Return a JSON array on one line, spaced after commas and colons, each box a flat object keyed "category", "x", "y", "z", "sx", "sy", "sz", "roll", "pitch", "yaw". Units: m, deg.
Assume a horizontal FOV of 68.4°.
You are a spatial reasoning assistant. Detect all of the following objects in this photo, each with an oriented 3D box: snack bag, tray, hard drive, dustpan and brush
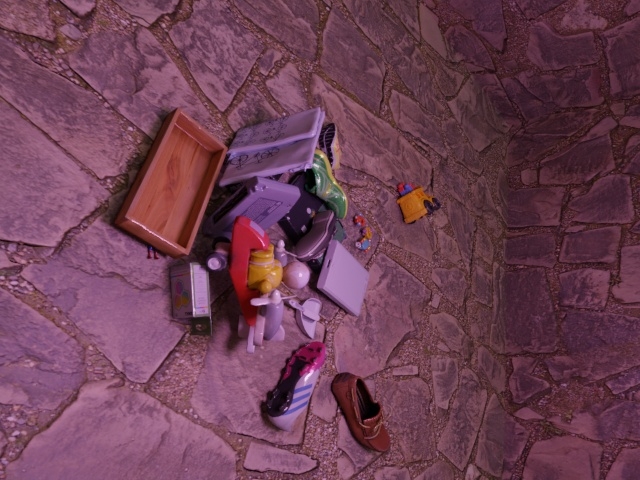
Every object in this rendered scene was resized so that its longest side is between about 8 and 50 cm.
[{"category": "snack bag", "x": -0.158, "y": -0.302, "z": 1.502, "sx": 0.342, "sy": 0.323, "sz": 0.037, "roll": -79, "pitch": 154, "yaw": -46}, {"category": "tray", "x": -0.425, "y": -0.172, "z": 1.386, "sx": 0.203, "sy": 0.076, "sz": 0.411, "roll": 38, "pitch": 49, "yaw": -36}, {"category": "hard drive", "x": 0.099, "y": 0.157, "z": 1.887, "sx": 0.307, "sy": 0.040, "sz": 0.203, "roll": 44, "pitch": 56, "yaw": -48}, {"category": "hard drive", "x": -0.038, "y": -0.070, "z": 1.827, "sx": 0.339, "sy": 0.064, "sz": 0.237, "roll": 54, "pitch": 47, "yaw": -24}, {"category": "dustpan and brush", "x": -0.059, "y": 0.263, "z": 1.727, "sx": 0.211, "sy": 0.060, "sz": 0.147, "roll": 34, "pitch": 57, "yaw": -39}]

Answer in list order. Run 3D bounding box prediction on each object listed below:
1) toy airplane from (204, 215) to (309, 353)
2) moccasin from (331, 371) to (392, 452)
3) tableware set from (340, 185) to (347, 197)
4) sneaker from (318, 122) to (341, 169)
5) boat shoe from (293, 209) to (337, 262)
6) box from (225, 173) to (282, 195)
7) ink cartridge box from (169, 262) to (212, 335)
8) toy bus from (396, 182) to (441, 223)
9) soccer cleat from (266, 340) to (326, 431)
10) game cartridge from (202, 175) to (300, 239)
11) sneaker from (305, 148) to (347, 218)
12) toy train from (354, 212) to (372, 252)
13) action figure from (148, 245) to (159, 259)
[{"category": "toy airplane", "x": -0.161, "y": 0.151, "z": 1.436, "sx": 0.384, "sy": 0.272, "sz": 0.386, "roll": 71, "pitch": 7, "yaw": -67}, {"category": "moccasin", "x": 0.188, "y": 0.676, "z": 1.844, "sx": 0.139, "sy": 0.147, "sz": 0.380, "roll": -37, "pitch": 109, "yaw": -46}, {"category": "tableware set", "x": 0.059, "y": -0.185, "z": 1.996, "sx": 0.141, "sy": 0.020, "sz": 0.168, "roll": 48, "pitch": 48, "yaw": -33}, {"category": "sneaker", "x": 0.049, "y": -0.393, "z": 1.999, "sx": 0.094, "sy": 0.081, "sz": 0.208, "roll": 12, "pitch": 79, "yaw": -54}, {"category": "boat shoe", "x": 0.000, "y": 0.000, "z": 1.687, "sx": 0.095, "sy": 0.112, "sz": 0.335, "roll": 66, "pitch": 26, "yaw": -22}, {"category": "box", "x": -0.179, "y": -0.275, "z": 1.601, "sx": 0.060, "sy": 0.216, "sz": 0.270, "roll": 54, "pitch": 47, "yaw": -28}, {"category": "ink cartridge box", "x": -0.374, "y": 0.173, "z": 1.358, "sx": 0.062, "sy": 0.109, "sz": 0.209, "roll": 1, "pitch": 81, "yaw": -48}, {"category": "toy bus", "x": 0.487, "y": -0.211, "z": 2.410, "sx": 0.220, "sy": 0.149, "sz": 0.211, "roll": -25, "pitch": 84, "yaw": -50}, {"category": "soccer cleat", "x": -0.075, "y": 0.503, "z": 1.636, "sx": 0.331, "sy": 0.116, "sz": 0.143, "roll": -51, "pitch": 135, "yaw": -39}, {"category": "game cartridge", "x": -0.210, "y": -0.092, "z": 1.476, "sx": 0.196, "sy": 0.294, "sz": 0.060, "roll": 14, "pitch": 51, "yaw": -45}, {"category": "sneaker", "x": 0.004, "y": -0.202, "z": 1.800, "sx": 0.123, "sy": 0.109, "sz": 0.295, "roll": -38, "pitch": 113, "yaw": -22}, {"category": "toy train", "x": 0.176, "y": -0.028, "z": 2.075, "sx": 0.125, "sy": 0.046, "sz": 0.166, "roll": 29, "pitch": 58, "yaw": -40}, {"category": "action figure", "x": -0.475, "y": -0.005, "z": 1.349, "sx": 0.038, "sy": 0.030, "sz": 0.115, "roll": 7, "pitch": 73, "yaw": -44}]
